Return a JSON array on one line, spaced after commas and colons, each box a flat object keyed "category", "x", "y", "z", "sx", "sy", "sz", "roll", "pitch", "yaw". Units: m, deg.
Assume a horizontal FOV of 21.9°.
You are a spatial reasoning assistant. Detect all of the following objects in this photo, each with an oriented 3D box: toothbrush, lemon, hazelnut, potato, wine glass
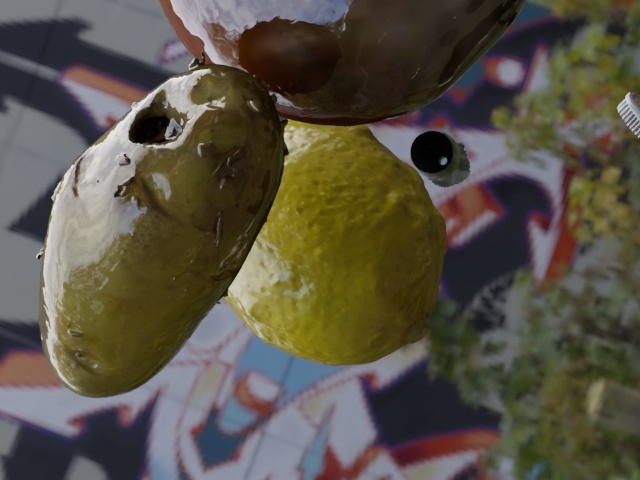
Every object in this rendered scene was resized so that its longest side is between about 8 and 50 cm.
[{"category": "toothbrush", "x": 0.414, "y": -0.034, "z": 1.728, "sx": 0.025, "sy": 0.307, "sz": 0.029, "roll": -26, "pitch": -18, "yaw": -43}, {"category": "lemon", "x": 0.000, "y": 0.000, "z": 1.666, "sx": 0.233, "sy": 0.288, "sz": 0.233, "roll": -36, "pitch": -23, "yaw": -18}, {"category": "hazelnut", "x": 0.029, "y": -0.268, "z": 1.291, "sx": 0.372, "sy": 0.315, "sz": 0.372, "roll": 22, "pitch": 115, "yaw": 61}, {"category": "potato", "x": -0.124, "y": -0.006, "z": 1.227, "sx": 0.173, "sy": 0.140, "sz": 0.300, "roll": -29, "pitch": -23, "yaw": -50}, {"category": "wine glass", "x": 0.142, "y": -0.101, "z": 1.991, "sx": 0.198, "sy": 0.066, "sz": 0.066, "roll": 10, "pitch": -80, "yaw": -80}]
